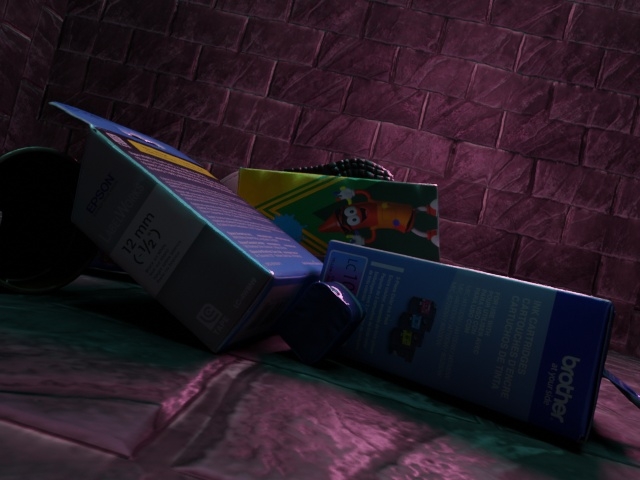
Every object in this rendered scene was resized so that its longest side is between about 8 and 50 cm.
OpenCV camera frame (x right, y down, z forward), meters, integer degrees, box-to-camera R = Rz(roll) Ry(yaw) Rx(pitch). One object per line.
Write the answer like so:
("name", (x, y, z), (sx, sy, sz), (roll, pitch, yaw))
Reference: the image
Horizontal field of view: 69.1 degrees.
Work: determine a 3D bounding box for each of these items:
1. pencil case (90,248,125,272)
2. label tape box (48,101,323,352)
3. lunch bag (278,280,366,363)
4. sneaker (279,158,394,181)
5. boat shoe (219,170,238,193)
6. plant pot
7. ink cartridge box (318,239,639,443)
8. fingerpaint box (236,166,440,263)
("pencil case", (-0.364, -0.002, 0.814), (0.306, 0.119, 0.133), (15, 5, -28))
("label tape box", (-0.174, -0.021, 0.618), (0.348, 0.115, 0.249), (36, 7, 14))
("lunch bag", (0.003, 0.098, 0.550), (0.067, 0.098, 0.065), (46, 14, 21))
("sneaker", (0.034, -0.117, 1.093), (0.283, 0.107, 0.124), (1, -19, 9))
("boat shoe", (-0.276, -0.056, 1.199), (0.114, 0.302, 0.091), (43, -4, -15))
("plant pot", (-0.388, -0.030, 0.561), (0.165, 0.167, 0.167), (6, -5, 23))
("ink cartridge box", (0.218, 0.123, 0.615), (0.395, 0.151, 0.270), (11, -4, 32))
("fingerpaint box", (0.000, 0.000, 1.026), (0.371, 0.163, 0.445), (4, -13, -8))
